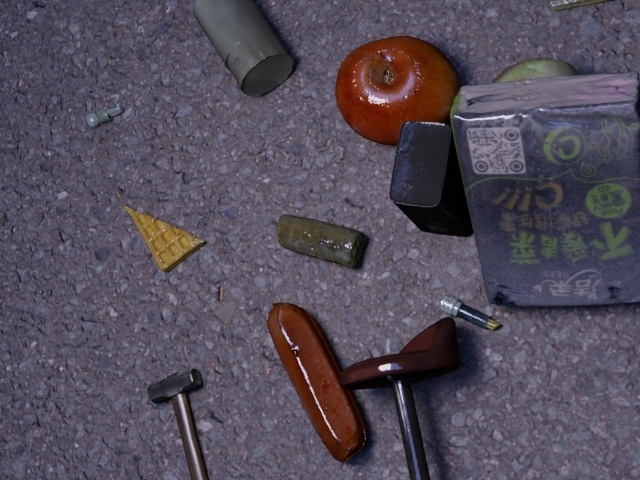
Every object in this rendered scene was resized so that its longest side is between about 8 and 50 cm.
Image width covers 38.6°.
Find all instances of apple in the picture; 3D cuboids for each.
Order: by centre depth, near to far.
[{"bbox_3d":[0.142,-0.288,1.732,0.235,0.173,0.210,-20,74,16],"label":"apple"}]

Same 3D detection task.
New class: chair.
[{"bbox_3d":[0.161,0.341,1.581,0.226,0.226,0.401,-14,74,19],"label":"chair"}]

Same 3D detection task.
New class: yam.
[{"bbox_3d":[0.000,0.000,1.788,0.179,0.078,0.078,13,85,23],"label":"yam"}]

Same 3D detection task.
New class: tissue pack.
[{"bbox_3d":[0.385,-0.070,1.492,0.288,0.394,0.124,-2,36,23],"label":"tissue pack"}]

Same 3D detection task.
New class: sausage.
[{"bbox_3d":[-0.008,0.260,1.731,0.102,0.102,0.330,-32,71,14],"label":"sausage"}]

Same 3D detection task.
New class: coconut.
[{"bbox_3d":[0.387,-0.200,1.601,0.236,0.204,0.236,-6,62,12],"label":"coconut"}]

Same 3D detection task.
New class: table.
[{"bbox_3d":[-0.161,-0.423,1.905,0.126,0.126,0.220,-37,69,12],"label":"table"}]

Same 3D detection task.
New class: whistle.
[{"bbox_3d":[-0.490,-0.280,2.060,0.100,0.035,0.035,-18,74,17],"label":"whistle"}]

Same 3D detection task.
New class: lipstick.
[{"bbox_3d":[0.275,0.137,1.675,0.116,0.037,0.037,26,90,20],"label":"lipstick"}]

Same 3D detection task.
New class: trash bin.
[{"bbox_3d":[0.211,-0.111,1.642,0.115,0.225,0.165,9,83,22],"label":"trash bin"}]

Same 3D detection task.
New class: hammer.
[{"bbox_3d":[-0.253,0.444,1.826,0.111,0.043,0.365,-22,74,17],"label":"hammer"}]

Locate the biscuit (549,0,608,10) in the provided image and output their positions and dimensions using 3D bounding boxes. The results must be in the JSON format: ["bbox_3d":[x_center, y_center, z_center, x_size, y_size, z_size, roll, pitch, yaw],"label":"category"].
[{"bbox_3d":[0.485,-0.537,1.714,0.121,0.040,0.199,-6,79,23],"label":"biscuit"}]

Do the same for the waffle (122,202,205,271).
[{"bbox_3d":[-0.335,-0.039,1.952,0.125,0.032,0.191,-36,70,14],"label":"waffle"}]
